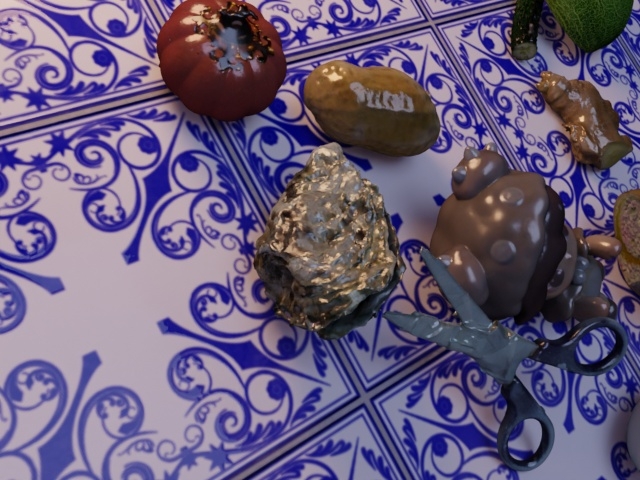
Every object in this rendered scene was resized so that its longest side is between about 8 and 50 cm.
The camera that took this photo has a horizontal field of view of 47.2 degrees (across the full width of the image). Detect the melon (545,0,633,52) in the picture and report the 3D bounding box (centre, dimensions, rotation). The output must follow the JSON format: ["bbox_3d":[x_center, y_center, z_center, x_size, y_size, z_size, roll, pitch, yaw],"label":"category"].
[{"bbox_3d":[0.563,-0.475,1.453,0.265,0.129,0.169,-32,98,-48],"label":"melon"}]

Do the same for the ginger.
[{"bbox_3d":[0.495,-0.235,1.374,0.137,0.074,0.213,-23,75,-34],"label":"ginger"}]

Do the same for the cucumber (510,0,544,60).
[{"bbox_3d":[0.400,-0.427,1.415,0.058,0.058,0.187,27,60,-16],"label":"cucumber"}]

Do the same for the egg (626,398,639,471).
[{"bbox_3d":[0.558,0.292,1.128,0.209,0.151,0.151,-32,87,-33],"label":"egg"}]

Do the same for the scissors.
[{"bbox_3d":[0.238,0.141,0.971,0.383,0.029,0.256,36,93,-26],"label":"scissors"}]

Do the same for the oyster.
[{"bbox_3d":[0.000,0.000,0.934,0.112,0.198,0.267,53,5,-46],"label":"oyster"}]

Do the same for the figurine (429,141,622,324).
[{"bbox_3d":[0.311,0.025,1.097,0.381,0.203,0.248,22,76,-35],"label":"figurine"}]

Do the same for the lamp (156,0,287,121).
[{"bbox_3d":[-0.130,-0.253,0.998,0.182,0.140,0.182,8,69,-23],"label":"lamp"}]

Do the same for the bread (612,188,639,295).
[{"bbox_3d":[0.613,0.027,1.245,0.156,0.158,0.260,-14,87,-5],"label":"bread"}]

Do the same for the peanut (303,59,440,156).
[{"bbox_3d":[0.081,-0.198,1.096,0.224,0.129,0.129,10,65,-28],"label":"peanut"}]
